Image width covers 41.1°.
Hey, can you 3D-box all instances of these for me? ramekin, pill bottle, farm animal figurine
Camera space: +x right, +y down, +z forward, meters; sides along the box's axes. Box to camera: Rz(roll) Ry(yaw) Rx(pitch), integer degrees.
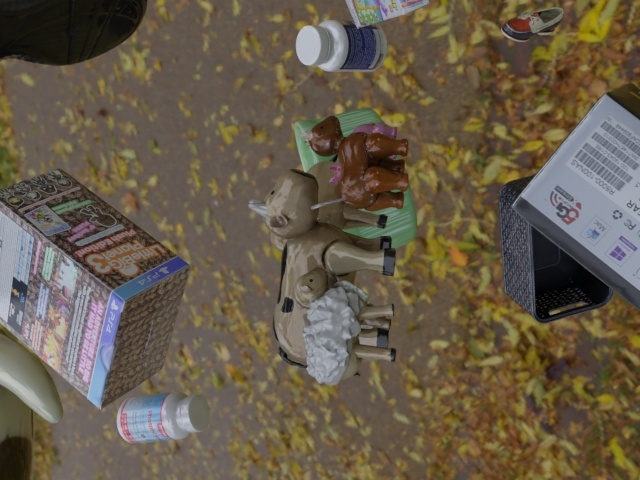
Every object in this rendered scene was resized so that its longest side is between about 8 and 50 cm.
[{"bbox_3d":[0.069,-0.104,1.618,0.303,0.148,0.303,161,90,-85],"label":"ramekin"},{"bbox_3d":[-0.287,0.324,1.569,0.160,0.087,0.087,-12,101,27],"label":"pill bottle"},{"bbox_3d":[0.045,-0.424,1.865,0.112,0.187,0.111,13,107,48],"label":"pill bottle"},{"bbox_3d":[0.000,0.000,1.023,0.330,0.172,0.326,93,-179,-84],"label":"farm animal figurine"}]

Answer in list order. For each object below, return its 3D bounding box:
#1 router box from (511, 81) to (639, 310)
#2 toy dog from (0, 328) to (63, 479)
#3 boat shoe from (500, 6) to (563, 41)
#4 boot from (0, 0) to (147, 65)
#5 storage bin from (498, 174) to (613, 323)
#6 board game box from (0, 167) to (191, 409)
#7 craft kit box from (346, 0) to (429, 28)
[{"bbox_3d":[0.277,0.028,0.515,0.309,0.243,0.081,41,113,11],"label":"router box"},{"bbox_3d":[-0.396,0.294,0.942,0.396,0.284,0.407,-17,100,12],"label":"toy dog"},{"bbox_3d":[0.371,-0.381,1.493,0.049,0.137,0.043,59,144,21],"label":"boat shoe"},{"bbox_3d":[-0.445,-0.358,1.118,0.284,0.377,0.138,49,136,18],"label":"boot"},{"bbox_3d":[0.315,0.005,1.140,0.084,0.122,0.180,-128,26,-63],"label":"storage bin"},{"bbox_3d":[-0.374,0.070,1.325,0.291,0.141,0.232,35,127,18],"label":"board game box"},{"bbox_3d":[0.075,-0.495,1.449,0.249,0.061,0.247,66,167,-14],"label":"craft kit box"}]
